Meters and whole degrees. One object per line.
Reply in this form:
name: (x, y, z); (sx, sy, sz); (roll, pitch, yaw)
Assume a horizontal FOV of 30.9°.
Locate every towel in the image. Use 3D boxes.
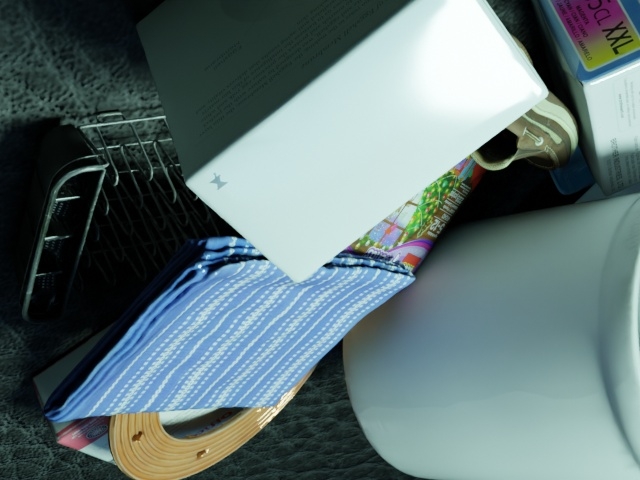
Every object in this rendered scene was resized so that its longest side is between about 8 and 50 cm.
towel: (-0.075, 0.095, 1.105); (0.243, 0.040, 0.336); (-45, 152, 23)

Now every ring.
ring: (-0.095, 0.120, 1.244); (0.336, 0.032, 0.336); (-37, 149, -27)

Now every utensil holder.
utensil holder: (0.265, 0.119, 1.292); (0.327, 0.327, 0.385); (-1, 174, -44)

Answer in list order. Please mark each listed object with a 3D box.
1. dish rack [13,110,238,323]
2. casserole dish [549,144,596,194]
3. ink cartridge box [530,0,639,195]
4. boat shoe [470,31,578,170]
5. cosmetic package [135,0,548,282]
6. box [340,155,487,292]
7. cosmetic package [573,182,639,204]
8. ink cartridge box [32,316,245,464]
dish rack: (-0.141, -0.035, 1.057); (0.271, 0.074, 0.208); (-12, 147, -33)
casserole dish: (0.321, -0.121, 1.411); (0.114, 0.037, 0.188); (-35, 153, 6)
ink cartridge box: (0.429, -0.227, 1.161); (0.395, 0.151, 0.270); (-23, 154, 8)
boat shoe: (0.174, -0.113, 1.127); (0.257, 0.095, 0.095); (35, 77, -53)
cosmetic package: (0.006, -0.132, 0.846); (0.224, 0.224, 0.138); (-37, 128, 12)
box: (0.060, -0.065, 1.151); (0.201, 0.057, 0.293); (-55, 151, 7)
cosmetic package: (0.430, -0.022, 1.512); (0.385, 0.156, 0.217); (-49, 162, 27)
ink cartridge box: (-0.198, 0.176, 1.323); (0.158, 0.092, 0.218); (-34, 150, 4)
